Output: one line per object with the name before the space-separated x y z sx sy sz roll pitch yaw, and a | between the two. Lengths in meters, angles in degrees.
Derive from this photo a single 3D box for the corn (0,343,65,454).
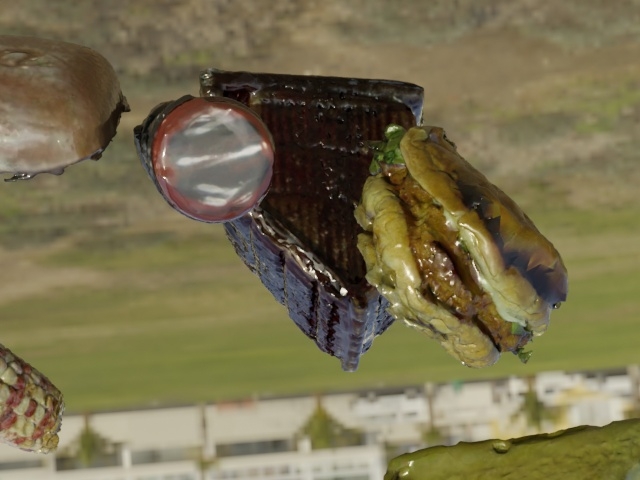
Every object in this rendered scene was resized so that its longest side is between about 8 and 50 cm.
corn | -0.274 0.078 1.209 0.237 0.079 0.079 36 151 -31

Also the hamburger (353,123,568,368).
hamburger | 0.122 -0.002 1.395 0.130 0.206 0.183 -33 123 20

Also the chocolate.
chocolate | -0.275 -0.110 1.246 0.261 0.083 0.161 -1 -153 0

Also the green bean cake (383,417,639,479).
green bean cake | 0.166 0.248 1.180 0.233 0.236 0.124 -10 128 8

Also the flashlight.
flashlight | -0.089 -0.066 1.254 0.093 0.093 0.232 -4 -173 -9

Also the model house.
model house | 0.000 0.000 1.811 0.297 0.282 0.317 -6 159 -6
